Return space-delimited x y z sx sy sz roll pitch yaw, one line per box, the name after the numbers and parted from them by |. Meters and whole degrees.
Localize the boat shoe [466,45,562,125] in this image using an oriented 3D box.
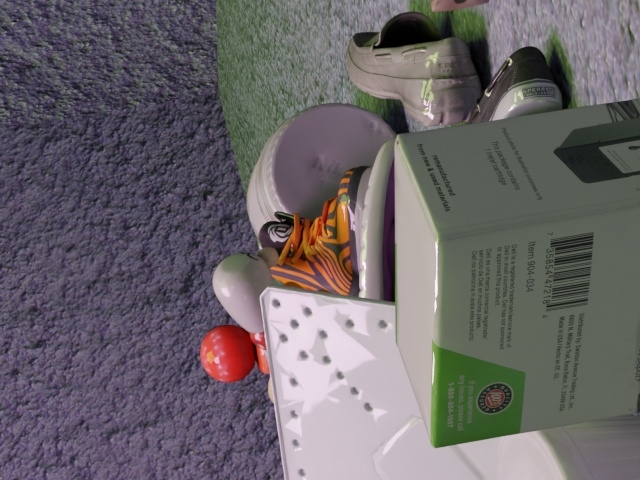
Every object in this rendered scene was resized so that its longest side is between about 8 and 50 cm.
0.186 -0.125 1.468 0.228 0.080 0.076 107 157 -68 | boat shoe

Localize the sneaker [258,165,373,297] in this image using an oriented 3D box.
0.000 0.000 1.857 0.321 0.180 0.125 86 -157 -58 | sneaker

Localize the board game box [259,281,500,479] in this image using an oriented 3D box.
0.128 0.242 1.555 0.390 0.050 0.390 7 115 32 | board game box

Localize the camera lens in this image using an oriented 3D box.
0.008 -0.077 2.127 0.274 0.219 0.219 133 126 -78 | camera lens

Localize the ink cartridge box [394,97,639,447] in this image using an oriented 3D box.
0.194 0.017 0.976 0.115 0.273 0.198 -108 12 -49 | ink cartridge box

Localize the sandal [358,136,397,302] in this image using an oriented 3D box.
0.105 0.087 1.709 0.169 0.102 0.416 -13 -73 -76 | sandal

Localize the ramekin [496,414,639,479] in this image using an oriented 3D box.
0.263 0.282 1.303 0.273 0.127 0.273 170 90 -80 | ramekin

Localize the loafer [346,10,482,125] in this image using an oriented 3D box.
0.110 -0.223 1.732 0.319 0.112 0.111 -140 45 -64 | loafer

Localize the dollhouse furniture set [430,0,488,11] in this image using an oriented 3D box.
0.084 -0.320 1.511 0.129 0.183 0.129 105 153 -69 | dollhouse furniture set

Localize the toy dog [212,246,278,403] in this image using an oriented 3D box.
-0.005 0.112 1.831 0.220 0.161 0.334 30 158 22 | toy dog

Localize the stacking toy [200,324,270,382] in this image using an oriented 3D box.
-0.023 0.154 2.234 0.141 0.330 0.141 169 90 -80 | stacking toy
